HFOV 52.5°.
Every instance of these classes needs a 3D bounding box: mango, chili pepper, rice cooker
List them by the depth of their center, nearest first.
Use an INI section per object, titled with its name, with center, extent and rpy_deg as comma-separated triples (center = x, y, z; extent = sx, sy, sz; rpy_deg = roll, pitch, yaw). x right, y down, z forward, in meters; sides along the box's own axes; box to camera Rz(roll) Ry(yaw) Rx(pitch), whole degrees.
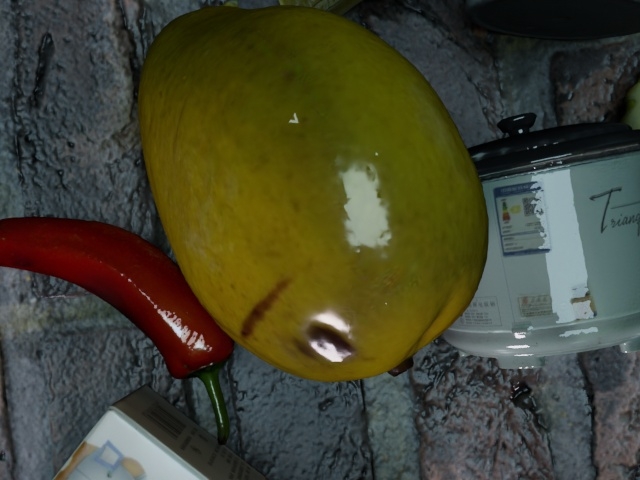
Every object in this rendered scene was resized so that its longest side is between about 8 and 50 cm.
[mango]
center = -0.044, -0.070, 0.581
extent = 0.220, 0.301, 0.445
rpy_deg = -19, 51, -30
[rice cooker]
center = 0.215, -0.011, 0.639
extent = 0.280, 0.241, 0.227
rpy_deg = -11, 91, 37
[chili pepper]
center = -0.217, 0.060, 0.703
extent = 0.368, 0.092, 0.137
rpy_deg = 33, 99, 8

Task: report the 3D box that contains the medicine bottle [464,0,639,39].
[medicine bottle]
center = 0.264, -0.379, 0.655
extent = 0.244, 0.245, 0.307
rpy_deg = 6, 96, -1

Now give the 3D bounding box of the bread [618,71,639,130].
[bread]
center = 0.383, -0.134, 0.726
extent = 0.094, 0.083, 0.157
rpy_deg = -10, 85, 0

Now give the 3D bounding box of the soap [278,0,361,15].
[soap]
center = 0.048, -0.313, 0.675
extent = 0.252, 0.037, 0.092
rpy_deg = -23, 85, 40

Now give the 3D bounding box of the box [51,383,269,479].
[box]
center = -0.128, 0.342, 0.653
extent = 0.341, 0.143, 0.225
rpy_deg = 38, 86, 2
